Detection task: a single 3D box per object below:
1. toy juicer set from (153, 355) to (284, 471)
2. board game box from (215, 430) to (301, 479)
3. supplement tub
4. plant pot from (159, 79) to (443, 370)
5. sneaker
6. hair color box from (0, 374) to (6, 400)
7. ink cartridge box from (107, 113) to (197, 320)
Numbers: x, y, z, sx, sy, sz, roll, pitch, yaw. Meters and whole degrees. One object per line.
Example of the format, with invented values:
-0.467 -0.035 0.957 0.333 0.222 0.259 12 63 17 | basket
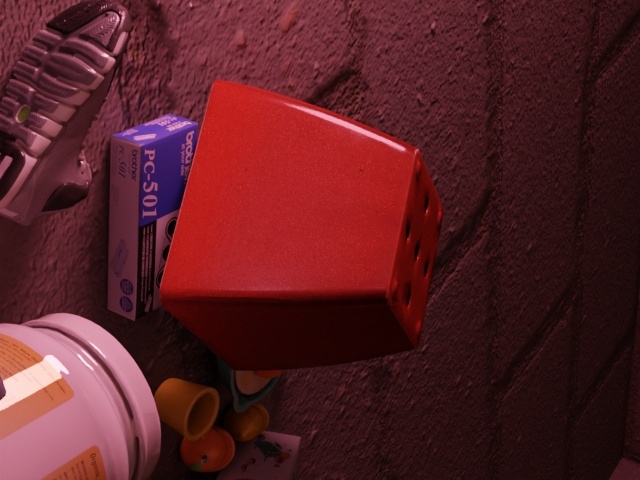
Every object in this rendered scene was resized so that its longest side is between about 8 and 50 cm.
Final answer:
-0.075 0.170 1.656 0.329 0.089 0.209 -51 146 -32 | toy juicer set
-0.102 0.427 1.656 0.303 0.097 0.224 -66 161 -58 | board game box
-0.314 0.209 1.116 0.316 0.228 0.228 -29 132 -50 | supplement tub
0.000 0.000 1.438 0.267 0.235 0.267 56 42 -63 | plant pot
-0.241 -0.113 1.208 0.229 0.086 0.132 -55 155 -6 | sneaker
-0.419 0.154 0.854 0.374 0.185 0.114 -45 137 -40 | hair color box
-0.184 -0.026 1.385 0.097 0.046 0.207 -30 133 -51 | ink cartridge box
